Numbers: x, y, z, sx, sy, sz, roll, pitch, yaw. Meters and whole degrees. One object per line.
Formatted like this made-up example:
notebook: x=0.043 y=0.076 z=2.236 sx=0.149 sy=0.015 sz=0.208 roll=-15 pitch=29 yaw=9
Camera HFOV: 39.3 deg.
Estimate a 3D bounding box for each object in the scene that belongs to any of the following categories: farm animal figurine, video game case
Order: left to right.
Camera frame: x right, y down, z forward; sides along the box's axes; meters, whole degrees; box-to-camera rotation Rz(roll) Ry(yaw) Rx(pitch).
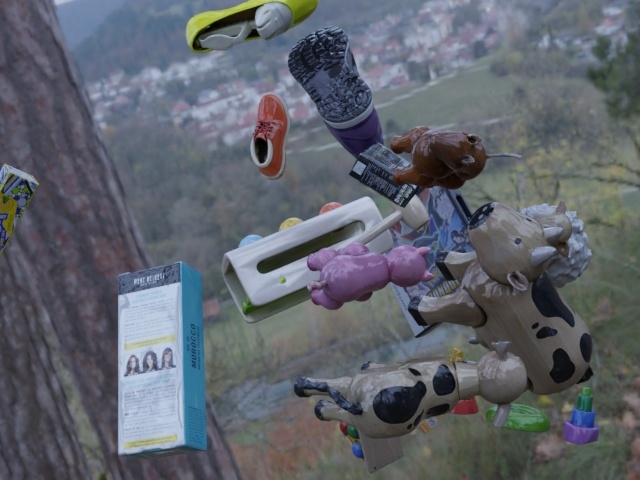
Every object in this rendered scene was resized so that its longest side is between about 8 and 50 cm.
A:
video game case: x=0.225 y=0.031 z=1.823 sx=0.035 sy=0.248 sz=0.275 roll=-11 pitch=-22 yaw=-39
farm animal figurine: x=0.154 y=0.057 z=0.834 sx=0.172 sy=0.326 sz=0.330 roll=-5 pitch=58 yaw=45

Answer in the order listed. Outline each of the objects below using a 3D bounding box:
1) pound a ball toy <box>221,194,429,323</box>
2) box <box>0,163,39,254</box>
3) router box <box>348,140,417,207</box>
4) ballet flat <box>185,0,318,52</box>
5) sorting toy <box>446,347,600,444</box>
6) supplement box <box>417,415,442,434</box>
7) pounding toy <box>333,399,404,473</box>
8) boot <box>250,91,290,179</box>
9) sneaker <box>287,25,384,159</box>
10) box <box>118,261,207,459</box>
pound a ball toy: x=0.000 y=0.000 z=1.517 sx=0.319 sy=0.136 sz=0.208 roll=-23 pitch=-14 yaw=-17
box: x=-0.578 y=-0.047 z=1.618 sx=0.169 sy=0.059 sz=0.054 roll=-60 pitch=36 yaw=5
router box: x=0.099 y=-0.095 z=1.283 sx=0.092 sy=0.038 sz=0.122 roll=31 pitch=20 yaw=6
ballet flat: x=-0.114 y=-0.353 z=1.471 sx=0.231 sy=0.077 sz=0.077 roll=-12 pitch=41 yaw=12
sorting toy: x=0.376 y=0.300 z=1.785 sx=0.365 sy=0.126 sz=0.127 roll=9 pitch=4 yaw=34
supplement box: x=0.253 y=0.394 z=2.090 sx=0.098 sy=0.062 sz=0.036 roll=-46 pitch=28 yaw=-9
pounding toy: x=0.089 y=0.400 z=1.871 sx=0.094 sy=0.206 sz=0.181 roll=-23 pitch=34 yaw=-15
boot: x=-0.091 y=-0.192 z=1.576 sx=0.059 sy=0.158 sz=0.084 roll=-4 pitch=-11 yaw=15
sneaker: x=0.027 y=-0.229 z=1.437 sx=0.107 sy=0.124 sz=0.283 roll=-24 pitch=43 yaw=7
box: x=-0.210 y=0.158 z=1.183 sx=0.100 sy=0.244 sz=0.060 roll=-12 pitch=-23 yaw=19
